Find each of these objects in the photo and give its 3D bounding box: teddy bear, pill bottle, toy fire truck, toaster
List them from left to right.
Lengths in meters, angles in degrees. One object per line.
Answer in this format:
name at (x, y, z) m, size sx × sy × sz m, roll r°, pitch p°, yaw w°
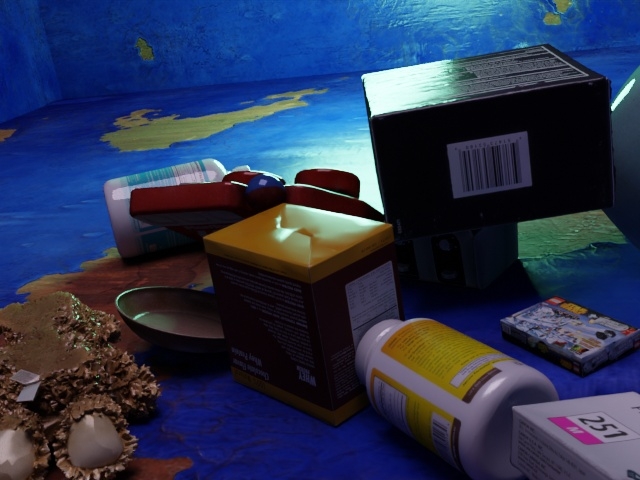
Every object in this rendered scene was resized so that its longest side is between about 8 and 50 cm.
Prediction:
teddy bear at (-0.310, 0.184, 1.005) m, size 0.245 × 0.113 × 0.338 m, roll -23°, pitch 30°, yaw -25°
pill bottle at (-0.250, -0.065, 1.573) m, size 0.264 × 0.146 × 0.146 m, roll -13°, pitch 20°, yaw -13°
toy fire truck at (-0.080, -0.029, 1.209) m, size 0.302 × 0.169 × 0.254 m, roll -1°, pitch -12°, yaw 26°
pill bottle at (0.125, 0.150, 0.865) m, size 0.117 × 0.117 × 0.215 m, roll -19°, pitch 23°, yaw -26°
toaster at (0.192, -0.011, 1.281) m, size 0.168 × 0.110 × 0.186 m, roll 7°, pitch 26°, yaw 35°

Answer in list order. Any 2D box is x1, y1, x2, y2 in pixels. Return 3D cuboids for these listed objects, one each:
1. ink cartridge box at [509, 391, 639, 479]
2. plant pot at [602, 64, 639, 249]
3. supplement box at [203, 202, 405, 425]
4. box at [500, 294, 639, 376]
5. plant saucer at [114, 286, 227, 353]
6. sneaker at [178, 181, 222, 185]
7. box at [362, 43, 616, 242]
ink cartridge box at (0.313, 0.185, 0.639) m, size 0.239 × 0.060 × 0.275 m, roll -4°, pitch 12°, yaw -18°
plant pot at (0.488, -0.095, 1.208) m, size 0.195 × 0.290 × 0.290 m, roll -41°, pitch 11°, yaw 20°
supplement box at (-0.015, 0.078, 1.008) m, size 0.129 × 0.194 × 0.191 m, roll -25°, pitch 25°, yaw -37°
box at (0.294, 0.110, 1.027) m, size 0.094 × 0.027 × 0.137 m, roll -20°, pitch 23°, yaw -24°
plant saucer at (-0.177, 0.109, 1.159) m, size 0.199 × 0.036 × 0.198 m, roll 12°, pitch 12°, yaw -3°
sneaker at (-0.153, -0.031, 1.439) m, size 0.222 × 0.118 × 0.083 m, roll 14°, pitch 12°, yaw 32°
box at (0.219, -0.145, 1.205) m, size 0.296 × 0.182 × 0.294 m, roll -9°, pitch 21°, yaw 4°
